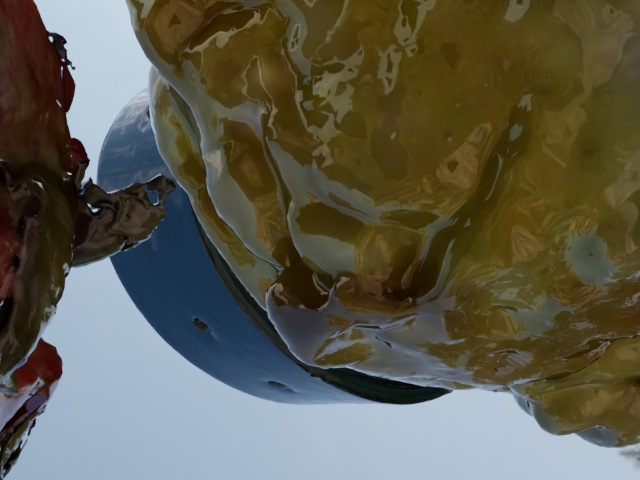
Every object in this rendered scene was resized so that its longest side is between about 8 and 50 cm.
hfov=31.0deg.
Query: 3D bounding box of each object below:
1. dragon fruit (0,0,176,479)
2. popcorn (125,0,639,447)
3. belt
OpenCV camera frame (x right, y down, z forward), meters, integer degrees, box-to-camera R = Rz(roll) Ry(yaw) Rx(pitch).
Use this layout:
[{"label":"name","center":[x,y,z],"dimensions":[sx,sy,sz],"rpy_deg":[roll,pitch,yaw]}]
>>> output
[{"label":"dragon fruit","center":[-0.158,0.003,0.316],"dimensions":[0.282,0.211,0.147],"rpy_deg":[24,-125,-40]},{"label":"popcorn","center":[0.103,-0.093,0.588],"dimensions":[0.354,0.390,0.344],"rpy_deg":[-27,-45,-68]},{"label":"belt","center":[-0.002,-0.001,1.094],"dimensions":[0.436,0.173,0.300],"rpy_deg":[29,-114,-34]}]
